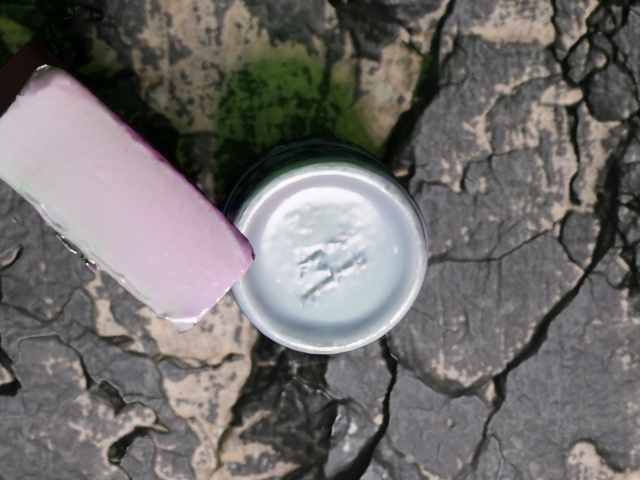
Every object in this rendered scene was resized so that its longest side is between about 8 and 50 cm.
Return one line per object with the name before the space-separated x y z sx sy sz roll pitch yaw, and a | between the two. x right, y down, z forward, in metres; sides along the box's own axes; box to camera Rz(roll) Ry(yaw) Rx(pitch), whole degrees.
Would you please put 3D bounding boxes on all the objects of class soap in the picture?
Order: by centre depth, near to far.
soap | -0.147 -0.044 1.226 0.181 0.259 0.081 44 90 -14

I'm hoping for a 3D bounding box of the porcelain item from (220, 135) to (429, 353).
porcelain item | 0.000 0.000 1.327 0.147 0.114 0.147 -1 103 -5
